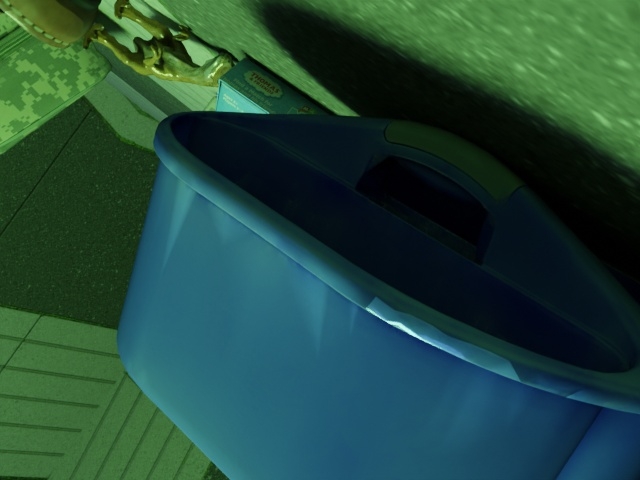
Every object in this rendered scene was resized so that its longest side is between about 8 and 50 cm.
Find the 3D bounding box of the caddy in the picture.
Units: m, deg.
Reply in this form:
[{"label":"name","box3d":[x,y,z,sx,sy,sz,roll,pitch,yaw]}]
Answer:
[{"label":"caddy","box3d":[0.044,0.028,0.547,0.241,0.179,0.341,4,-157,-47]}]

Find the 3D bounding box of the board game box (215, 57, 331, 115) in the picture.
[{"label":"board game box","box3d":[-0.024,-0.027,0.828,0.160,0.039,0.211,36,146,11]}]

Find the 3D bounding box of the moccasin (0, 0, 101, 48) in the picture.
[{"label":"moccasin","box3d":[-0.288,-0.217,0.675,0.380,0.147,0.139,35,178,24]}]

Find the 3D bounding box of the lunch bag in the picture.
[{"label":"lunch bag","box3d":[-0.415,-0.254,1.237,0.256,0.212,0.305,53,170,-17]}]

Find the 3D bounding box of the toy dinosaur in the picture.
[{"label":"toy dinosaur","box3d":[-0.149,-0.164,0.883,0.112,0.064,0.211,35,179,-37]}]

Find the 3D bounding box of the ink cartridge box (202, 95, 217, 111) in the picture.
[{"label":"ink cartridge box","box3d":[0.015,-0.036,1.203,0.296,0.066,0.261,34,177,34]}]
